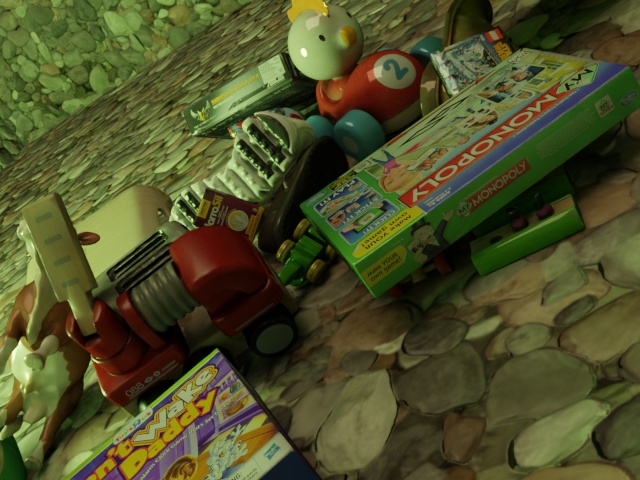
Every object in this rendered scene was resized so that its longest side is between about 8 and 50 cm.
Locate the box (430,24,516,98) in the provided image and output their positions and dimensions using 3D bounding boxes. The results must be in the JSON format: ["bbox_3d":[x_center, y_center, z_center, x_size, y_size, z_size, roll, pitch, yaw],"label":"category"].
[{"bbox_3d":[0.202,-0.190,1.036,0.094,0.027,0.137,-22,58,3],"label":"box"}]

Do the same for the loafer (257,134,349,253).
[{"bbox_3d":[-0.031,-0.064,1.169,0.078,0.080,0.220,-16,31,39],"label":"loafer"}]

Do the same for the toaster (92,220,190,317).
[{"bbox_3d":[-0.202,0.068,1.119,0.186,0.110,0.168,-39,22,-9],"label":"toaster"}]

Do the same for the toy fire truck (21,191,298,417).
[{"bbox_3d":[-0.177,0.048,0.900,0.217,0.246,0.158,-36,45,2],"label":"toy fire truck"}]

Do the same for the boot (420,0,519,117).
[{"bbox_3d":[0.222,-0.251,1.176,0.115,0.112,0.305,-3,40,22],"label":"boot"}]

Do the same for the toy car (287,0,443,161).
[{"bbox_3d":[0.037,-0.271,1.265,0.219,0.238,0.210,-47,25,-22],"label":"toy car"}]

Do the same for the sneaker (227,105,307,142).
[{"bbox_3d":[-0.080,-0.180,1.433,0.125,0.104,0.262,-35,23,-1],"label":"sneaker"}]

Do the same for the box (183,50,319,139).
[{"bbox_3d":[-0.105,-0.256,1.559,0.231,0.056,0.183,-24,-7,28],"label":"box"}]

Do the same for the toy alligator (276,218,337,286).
[{"bbox_3d":[0.000,0.000,1.049,0.189,0.056,0.051,-51,-14,-31],"label":"toy alligator"}]

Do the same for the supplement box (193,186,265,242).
[{"bbox_3d":[-0.121,-0.033,1.147,0.043,0.083,0.054,-112,40,-85],"label":"supplement box"}]

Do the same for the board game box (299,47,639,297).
[{"bbox_3d":[0.142,-0.084,0.888,0.317,0.046,0.213,-36,22,-3],"label":"board game box"}]

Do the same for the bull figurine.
[{"bbox_3d":[-0.338,0.125,1.047,0.101,0.310,0.188,12,36,4],"label":"bull figurine"}]

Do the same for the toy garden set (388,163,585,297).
[{"bbox_3d":[0.158,-0.049,0.912,0.204,0.049,0.244,-27,25,21],"label":"toy garden set"}]

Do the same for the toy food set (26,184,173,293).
[{"bbox_3d":[-0.374,0.052,1.453,0.306,0.092,0.219,-35,34,7],"label":"toy food set"}]

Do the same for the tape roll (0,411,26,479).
[{"bbox_3d":[-0.475,0.203,0.983,0.077,0.321,0.321,-39,23,-3],"label":"tape roll"}]

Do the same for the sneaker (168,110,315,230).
[{"bbox_3d":[-0.115,-0.076,1.275,0.292,0.110,0.118,-42,-8,29],"label":"sneaker"}]

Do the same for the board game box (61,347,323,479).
[{"bbox_3d":[-0.171,0.269,0.738,0.347,0.078,0.233,-40,23,-8],"label":"board game box"}]
